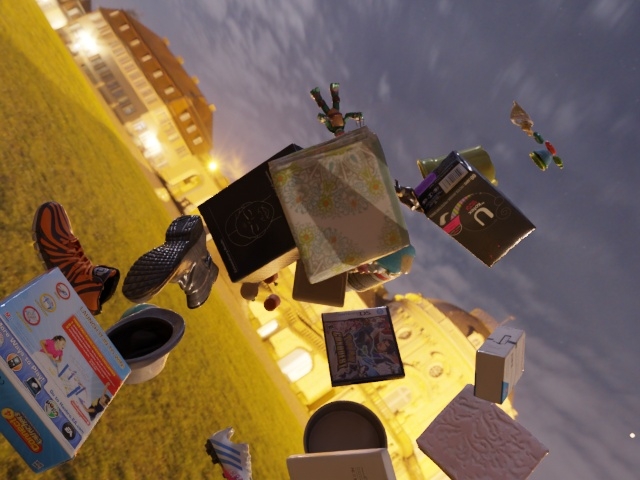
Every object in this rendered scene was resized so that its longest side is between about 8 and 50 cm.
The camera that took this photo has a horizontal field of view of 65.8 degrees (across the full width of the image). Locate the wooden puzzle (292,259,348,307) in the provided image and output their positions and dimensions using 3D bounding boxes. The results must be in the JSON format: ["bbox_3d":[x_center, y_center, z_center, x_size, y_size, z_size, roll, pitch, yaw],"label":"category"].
[{"bbox_3d":[0.003,0.143,2.006,0.044,0.221,0.238,-10,106,-74],"label":"wooden puzzle"}]

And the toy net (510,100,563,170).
[{"bbox_3d":[0.615,-0.300,1.439,0.232,0.045,0.122,50,15,-14],"label":"toy net"}]

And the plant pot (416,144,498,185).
[{"bbox_3d":[0.557,-0.254,1.990,0.276,0.254,0.275,-23,90,-79],"label":"plant pot"}]

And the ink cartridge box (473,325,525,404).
[{"bbox_3d":[0.522,0.356,1.437,0.086,0.203,0.148,8,-73,35],"label":"ink cartridge box"}]

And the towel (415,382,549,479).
[{"bbox_3d":[0.540,0.694,1.669,0.332,0.317,0.053,40,-29,29],"label":"towel"}]

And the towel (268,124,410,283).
[{"bbox_3d":[0.057,-0.101,1.403,0.090,0.321,0.374,-124,-166,-78],"label":"towel"}]

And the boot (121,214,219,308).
[{"bbox_3d":[-0.366,0.103,1.306,0.118,0.338,0.222,3,-54,20],"label":"boot"}]

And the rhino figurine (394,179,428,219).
[{"bbox_3d":[0.343,-0.167,1.915,0.243,0.073,0.106,24,22,-38],"label":"rhino figurine"}]

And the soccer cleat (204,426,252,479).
[{"bbox_3d":[-0.306,0.853,1.863,0.331,0.143,0.116,48,-30,29],"label":"soccer cleat"}]

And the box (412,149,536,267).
[{"bbox_3d":[0.404,-0.081,1.314,0.270,0.165,0.143,34,22,-24],"label":"box"}]

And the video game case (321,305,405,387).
[{"bbox_3d":[0.142,0.361,1.716,0.035,0.249,0.274,91,-8,-50],"label":"video game case"}]

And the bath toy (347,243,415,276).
[{"bbox_3d":[0.185,0.058,1.717,0.151,0.129,0.348,42,-16,-18],"label":"bath toy"}]

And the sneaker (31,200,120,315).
[{"bbox_3d":[-0.628,0.050,1.303,0.124,0.180,0.320,-55,142,-69],"label":"sneaker"}]

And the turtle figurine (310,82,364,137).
[{"bbox_3d":[0.054,-0.466,1.847,0.118,0.176,0.234,-42,-114,60],"label":"turtle figurine"}]

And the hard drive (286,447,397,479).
[{"bbox_3d":[0.060,0.639,1.248,0.308,0.040,0.202,-21,-101,35],"label":"hard drive"}]

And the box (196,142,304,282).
[{"bbox_3d":[-0.148,-0.076,1.628,0.293,0.396,0.212,63,16,12],"label":"box"}]

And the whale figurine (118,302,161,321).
[{"bbox_3d":[-0.634,0.342,1.693,0.141,0.271,0.216,23,0,21],"label":"whale figurine"}]

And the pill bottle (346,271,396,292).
[{"bbox_3d":[0.210,0.134,2.271,0.319,0.176,0.176,-31,-89,45],"label":"pill bottle"}]

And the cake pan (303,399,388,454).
[{"bbox_3d":[0.086,0.704,1.721,0.293,0.294,0.054,50,-28,34],"label":"cake pan"}]

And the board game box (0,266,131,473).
[{"bbox_3d":[-0.559,0.247,1.015,0.308,0.086,0.302,62,7,-15],"label":"board game box"}]

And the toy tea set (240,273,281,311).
[{"bbox_3d":[-0.278,0.170,2.302,0.124,0.200,0.335,-44,129,-82],"label":"toy tea set"}]

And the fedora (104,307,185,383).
[{"bbox_3d":[-0.541,0.334,1.504,0.244,0.275,0.124,11,-61,20],"label":"fedora"}]
